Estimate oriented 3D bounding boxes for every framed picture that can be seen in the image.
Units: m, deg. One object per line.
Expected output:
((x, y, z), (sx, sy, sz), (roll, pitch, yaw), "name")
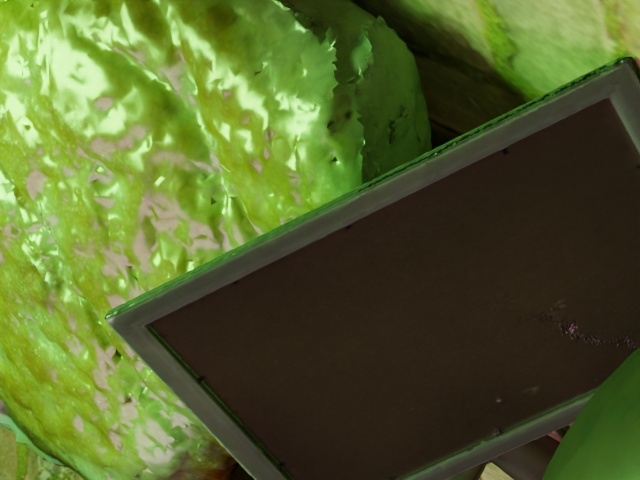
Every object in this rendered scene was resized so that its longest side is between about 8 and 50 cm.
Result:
((0.069, 0.040, 0.941), (0.231, 0.293, 0.018), (53, -162, -41), "framed picture")

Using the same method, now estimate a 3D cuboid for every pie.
((-0.102, -0.028, 1.099), (0.395, 0.180, 0.418), (39, 134, 20), "pie")

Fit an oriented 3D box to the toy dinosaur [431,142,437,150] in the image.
((0.040, -0.055, 1.102), (0.162, 0.039, 0.126), (24, 161, 48), "toy dinosaur")

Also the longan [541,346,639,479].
((0.248, 0.170, 0.753), (0.361, 0.361, 0.361), (36, 165, 11), "longan")

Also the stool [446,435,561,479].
((0.099, 0.200, 1.435), (0.195, 0.195, 0.198), (20, 162, 50), "stool")
